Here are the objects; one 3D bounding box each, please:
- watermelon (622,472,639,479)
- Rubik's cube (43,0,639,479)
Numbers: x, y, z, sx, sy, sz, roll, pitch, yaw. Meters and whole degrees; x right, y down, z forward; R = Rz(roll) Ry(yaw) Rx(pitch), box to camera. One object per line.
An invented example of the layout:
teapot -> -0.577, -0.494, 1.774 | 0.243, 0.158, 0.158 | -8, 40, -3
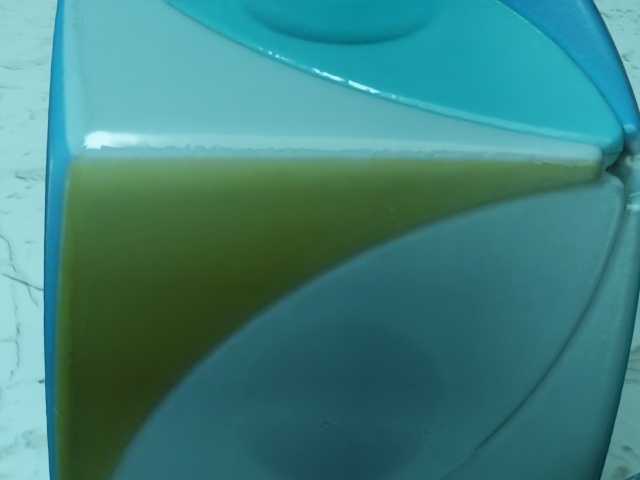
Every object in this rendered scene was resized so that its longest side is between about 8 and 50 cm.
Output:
watermelon -> 0.229, 0.218, 0.993 | 0.320, 0.213, 0.289 | -8, -5, 24
Rubik's cube -> 0.000, 0.000, 1.193 | 0.347, 0.352, 0.351 | 1, 31, -6
